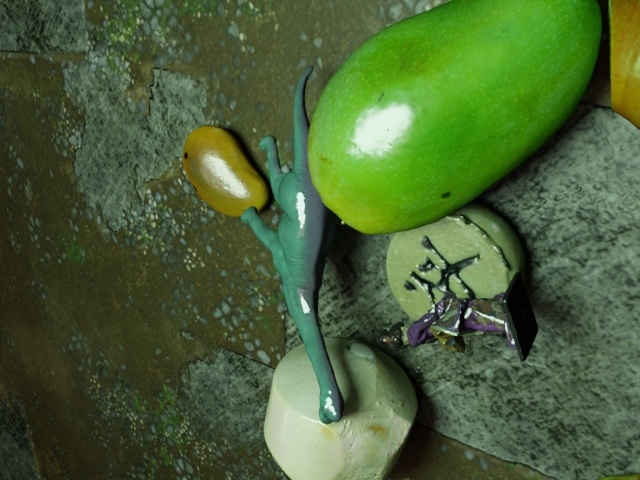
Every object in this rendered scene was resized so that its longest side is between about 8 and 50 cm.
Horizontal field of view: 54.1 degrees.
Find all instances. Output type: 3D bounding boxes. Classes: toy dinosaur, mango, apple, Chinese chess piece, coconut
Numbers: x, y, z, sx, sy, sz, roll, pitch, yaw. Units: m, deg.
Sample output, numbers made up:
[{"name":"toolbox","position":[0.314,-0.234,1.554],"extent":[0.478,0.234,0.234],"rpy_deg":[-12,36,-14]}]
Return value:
[{"name":"toy dinosaur","position":[0.000,0.000,0.839],"extent":[0.331,0.129,0.384],"rpy_deg":[-124,39,-53]},{"name":"mango","position":[0.141,-0.160,0.728],"extent":[0.382,0.201,0.225],"rpy_deg":[-38,79,27]},{"name":"apple","position":[0.343,-0.177,0.607],"extent":[0.163,0.146,0.147],"rpy_deg":[27,124,26]},{"name":"mango","position":[-0.165,-0.111,1.060],"extent":[0.115,0.090,0.178],"rpy_deg":[-37,90,32]},{"name":"Chinese chess piece","position":[0.180,0.037,0.844],"extent":[0.188,0.083,0.189],"rpy_deg":[12,114,30]},{"name":"coconut","position":[0.030,0.253,0.938],"extent":[0.241,0.241,0.241],"rpy_deg":[13,113,34]}]

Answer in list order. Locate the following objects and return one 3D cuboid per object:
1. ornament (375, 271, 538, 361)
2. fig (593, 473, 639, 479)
[{"name":"ornament","position":[0.164,0.101,0.784],"extent":[0.203,0.081,0.088],"rpy_deg":[-15,101,41]},{"name":"fig","position":[0.412,0.313,0.762],"extent":[0.124,0.124,0.236],"rpy_deg":[67,154,0]}]
